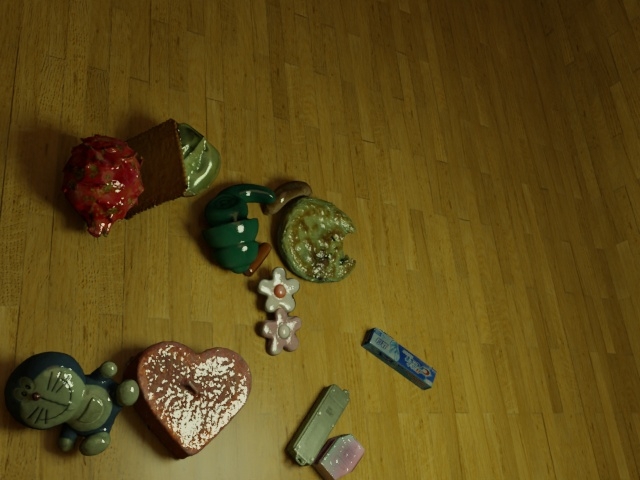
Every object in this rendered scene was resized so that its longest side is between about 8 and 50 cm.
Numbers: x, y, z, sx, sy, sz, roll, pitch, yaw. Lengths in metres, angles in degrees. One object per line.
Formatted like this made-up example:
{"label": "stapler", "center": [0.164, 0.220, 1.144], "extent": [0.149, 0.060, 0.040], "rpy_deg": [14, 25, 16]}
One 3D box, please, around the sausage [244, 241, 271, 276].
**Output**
{"label": "sausage", "center": [-0.190, 0.054, 1.973], "extent": [0.039, 0.041, 0.131], "rpy_deg": [29, 51, 6]}

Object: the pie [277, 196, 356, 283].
{"label": "pie", "center": [-0.007, -0.002, 2.097], "extent": [0.302, 0.066, 0.303], "rpy_deg": [9, 75, -34]}

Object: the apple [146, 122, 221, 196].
{"label": "apple", "center": [-0.398, -0.225, 1.880], "extent": [0.207, 0.173, 0.188], "rpy_deg": [39, 78, -20]}

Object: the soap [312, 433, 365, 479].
{"label": "soap", "center": [0.056, 0.615, 1.866], "extent": [0.100, 0.056, 0.149], "rpy_deg": [53, 50, -6]}

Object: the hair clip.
{"label": "hair clip", "center": [-0.121, 0.208, 1.933], "extent": [0.146, 0.075, 0.257], "rpy_deg": [6, 70, -38]}

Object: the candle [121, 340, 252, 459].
{"label": "candle", "center": [-0.333, 0.397, 1.653], "extent": [0.316, 0.131, 0.287], "rpy_deg": [16, 63, -27]}

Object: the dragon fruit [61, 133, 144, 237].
{"label": "dragon fruit", "center": [-0.568, -0.140, 1.708], "extent": [0.205, 0.210, 0.268], "rpy_deg": [5, 87, -40]}

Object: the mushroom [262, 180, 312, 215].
{"label": "mushroom", "center": [-0.099, -0.150, 2.108], "extent": [0.209, 0.094, 0.072], "rpy_deg": [-29, 90, -36]}

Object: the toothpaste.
{"label": "toothpaste", "center": [0.257, 0.383, 2.120], "extent": [0.272, 0.053, 0.066], "rpy_deg": [38, 52, -15]}

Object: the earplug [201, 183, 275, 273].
{"label": "earplug", "center": [-0.242, -0.040, 1.933], "extent": [0.257, 0.163, 0.280], "rpy_deg": [8, 72, -67]}

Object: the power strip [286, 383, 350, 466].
{"label": "power strip", "center": [-0.005, 0.525, 1.869], "extent": [0.078, 0.052, 0.272], "rpy_deg": [45, 51, -9]}

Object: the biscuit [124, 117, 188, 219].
{"label": "biscuit", "center": [-0.468, -0.196, 1.796], "extent": [0.013, 0.232, 0.237], "rpy_deg": [26, 48, -61]}

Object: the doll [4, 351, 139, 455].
{"label": "doll", "center": [-0.570, 0.352, 1.480], "extent": [0.258, 0.154, 0.228], "rpy_deg": [31, 90, -33]}
